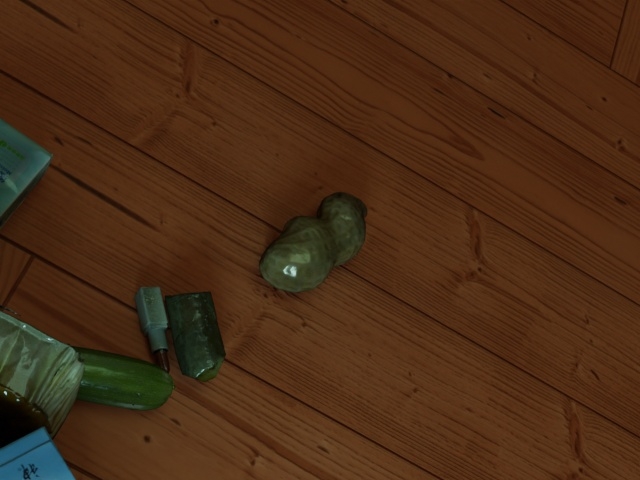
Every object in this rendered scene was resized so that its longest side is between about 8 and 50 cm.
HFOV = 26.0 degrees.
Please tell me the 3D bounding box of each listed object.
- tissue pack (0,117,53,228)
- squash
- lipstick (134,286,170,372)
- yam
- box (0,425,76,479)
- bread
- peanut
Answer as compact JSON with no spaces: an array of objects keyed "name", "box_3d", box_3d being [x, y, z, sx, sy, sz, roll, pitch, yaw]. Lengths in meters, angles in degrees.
[{"name":"tissue pack","box_3d":[-0.511,-0.124,1.845,0.263,0.089,0.177,35,51,-4]},{"name":"squash","box_3d":[-0.301,0.172,1.783,0.239,0.069,0.069,14,54,-21]},{"name":"lipstick","box_3d":[-0.223,0.126,1.880,0.030,0.030,0.129,1,60,-29]},{"name":"yam","box_3d":[-0.169,0.128,1.887,0.070,0.070,0.146,-1,61,-30]},{"name":"box","box_3d":[-0.379,0.307,1.543,0.143,0.232,0.083,-25,78,-38]},{"name":"bread","box_3d":[-0.392,0.176,1.638,0.192,0.210,0.109,31,54,-8]},{"name":"peanut","box_3d":[0.000,0.001,2.052,0.104,0.085,0.228,46,48,9]}]
